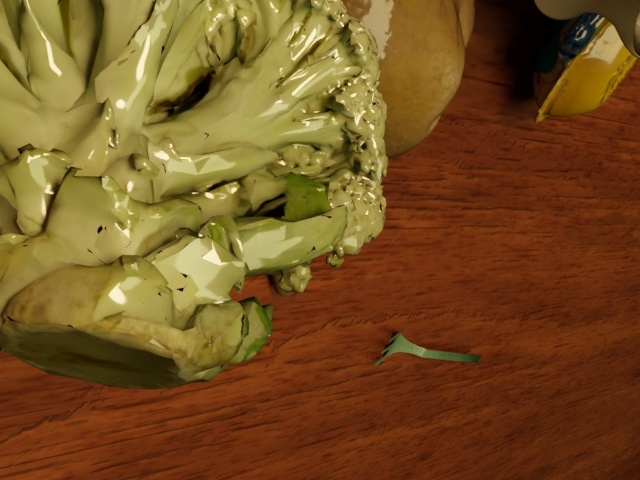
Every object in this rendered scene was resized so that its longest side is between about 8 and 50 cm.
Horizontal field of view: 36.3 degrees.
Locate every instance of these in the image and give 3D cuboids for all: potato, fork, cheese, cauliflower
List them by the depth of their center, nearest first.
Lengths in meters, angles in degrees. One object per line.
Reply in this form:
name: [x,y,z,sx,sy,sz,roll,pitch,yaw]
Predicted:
cauliflower: [-0.096,-0.031,0.433,0.275,0.250,0.272,-20,141,0]
potato: [0.017,-0.136,0.594,0.200,0.137,0.155,38,52,-60]
cheese: [0.240,-0.175,0.838,0.177,0.069,0.270,-52,169,9]
fork: [0.116,0.122,1.055,0.235,0.021,0.039,14,113,-57]

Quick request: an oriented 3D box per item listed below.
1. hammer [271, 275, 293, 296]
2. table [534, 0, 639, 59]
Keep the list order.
hammer: [0.000,0.000,0.804,0.110,0.019,0.035,-42,146,-27]
table: [0.178,-0.227,0.647,0.166,0.198,0.167,-32,142,-30]
